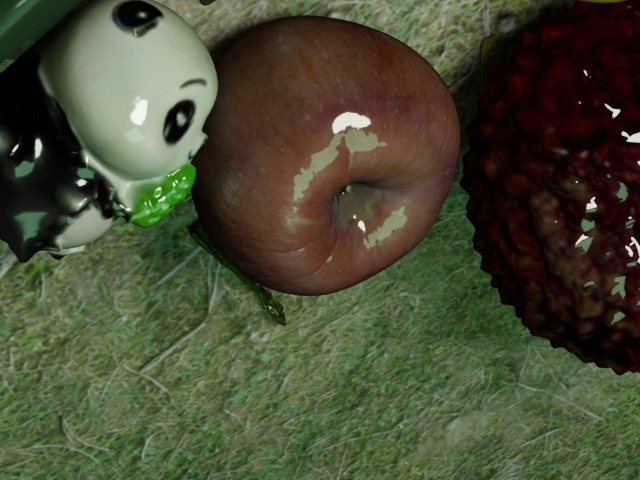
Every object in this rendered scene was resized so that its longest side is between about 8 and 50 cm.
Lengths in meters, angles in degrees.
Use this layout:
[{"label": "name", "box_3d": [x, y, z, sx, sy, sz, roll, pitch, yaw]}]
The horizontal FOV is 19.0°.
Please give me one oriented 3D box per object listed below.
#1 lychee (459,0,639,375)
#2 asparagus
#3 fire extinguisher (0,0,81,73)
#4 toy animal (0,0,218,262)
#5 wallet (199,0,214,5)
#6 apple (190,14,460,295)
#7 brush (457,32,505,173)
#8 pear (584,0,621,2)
[{"label": "lychee", "box_3d": [0.356, -0.059, 2.026, 0.424, 0.500, 0.425, -1, 103, -3]}, {"label": "asparagus", "box_3d": [-0.091, 0.040, 2.222, 0.233, 0.022, 0.023, 49, 55, -49]}, {"label": "fire extinguisher", "box_3d": [-0.286, -0.219, 1.756, 0.311, 0.095, 0.114, -39, 171, 11]}, {"label": "toy animal", "box_3d": [-0.215, -0.105, 1.834, 0.266, 0.212, 0.212, -31, 142, 9]}, {"label": "wallet", "box_3d": [-0.031, -0.335, 1.823, 0.245, 0.052, 0.168, -26, 142, -11]}, {"label": "apple", "box_3d": [-0.003, -0.094, 1.957, 0.305, 0.235, 0.306, -19, 139, -17]}, {"label": "brush", "box_3d": [0.194, -0.160, 2.186, 0.083, 0.011, 0.205, -18, 140, -13]}, {"label": "pear", "box_3d": [0.268, -0.369, 1.789, 0.294, 0.294, 0.294, -17, 140, -15]}]
